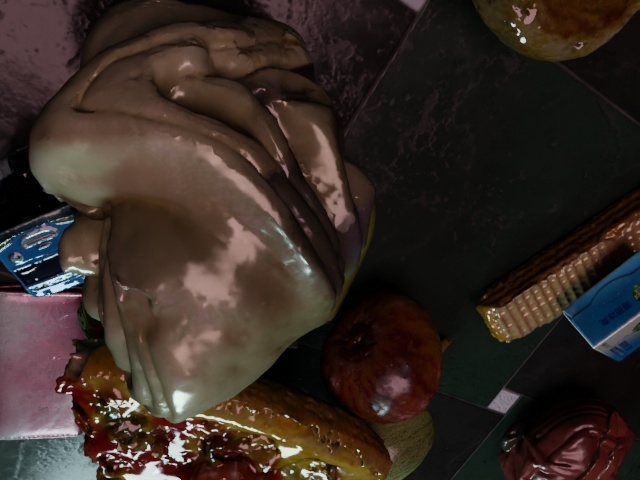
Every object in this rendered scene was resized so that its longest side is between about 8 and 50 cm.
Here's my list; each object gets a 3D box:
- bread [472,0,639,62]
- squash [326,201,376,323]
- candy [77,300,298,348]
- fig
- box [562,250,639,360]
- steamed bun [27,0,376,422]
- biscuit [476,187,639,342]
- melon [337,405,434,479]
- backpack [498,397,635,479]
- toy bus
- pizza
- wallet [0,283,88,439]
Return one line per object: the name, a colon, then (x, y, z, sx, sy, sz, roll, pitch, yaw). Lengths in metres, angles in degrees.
bread: (0.250, -0.310, 0.688, 0.230, 0.123, 0.229, -6, 115, -13)
squash: (0.000, 0.000, 0.793, 0.123, 0.123, 0.186, 16, 109, -25)
candy: (-0.154, 0.109, 0.842, 0.306, 0.083, 0.091, 13, 85, -34)
fig: (0.101, 0.174, 0.902, 0.175, 0.175, 0.207, -38, 137, 6)
box: (0.455, 0.102, 0.966, 0.139, 0.073, 0.194, -43, 147, 17)
steamed bun: (-0.075, -0.043, 0.594, 0.247, 0.352, 0.339, -3, 123, 17)
biscuit: (0.403, 0.020, 0.961, 0.379, 0.054, 0.094, -35, 123, 4)
melon: (0.074, 0.295, 0.968, 0.192, 0.139, 0.139, -20, 123, -4)
backpack: (0.429, 0.363, 1.114, 0.229, 0.139, 0.229, -8, 122, -13)
toy bus: (-0.262, -0.031, 0.652, 0.090, 0.184, 0.106, -22, 125, -4)
pizza: (-0.166, 0.300, 0.847, 0.440, 0.130, 0.406, 27, 128, -24)
wallet: (-0.354, 0.157, 0.824, 0.119, 0.025, 0.232, 4, 117, -18)
